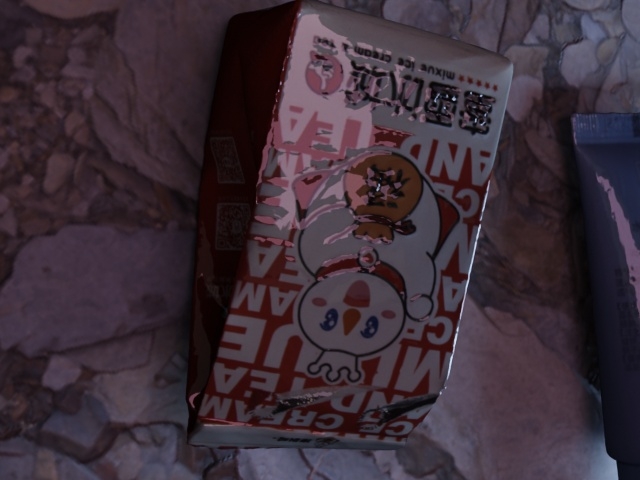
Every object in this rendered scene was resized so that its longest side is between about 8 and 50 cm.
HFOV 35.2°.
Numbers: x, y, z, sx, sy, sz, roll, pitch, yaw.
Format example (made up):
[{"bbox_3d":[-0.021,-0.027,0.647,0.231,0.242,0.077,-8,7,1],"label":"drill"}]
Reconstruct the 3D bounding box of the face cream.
[{"bbox_3d":[0.282,0.082,0.863,0.135,0.086,0.385,-4,90,-24],"label":"face cream"}]

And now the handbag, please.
[{"bbox_3d":[0.000,0.000,0.684,0.171,0.151,0.298,10,95,-23],"label":"handbag"}]
